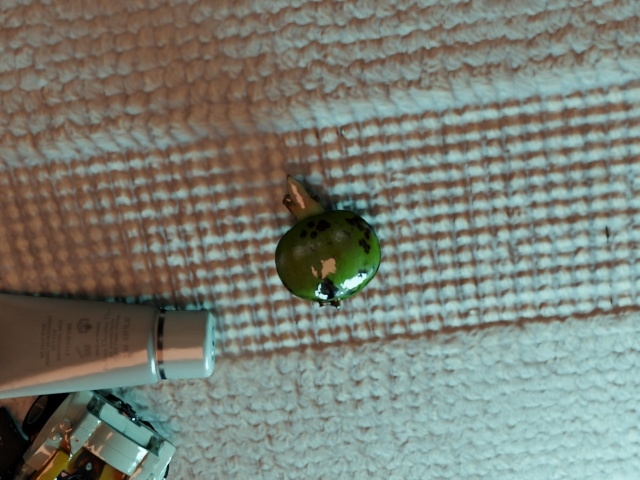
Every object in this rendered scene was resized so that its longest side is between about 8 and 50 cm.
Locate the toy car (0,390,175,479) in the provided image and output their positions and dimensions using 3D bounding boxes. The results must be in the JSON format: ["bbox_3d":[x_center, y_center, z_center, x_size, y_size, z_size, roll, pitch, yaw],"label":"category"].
[{"bbox_3d":[-0.317,0.327,1.462,0.193,0.118,0.301,40,79,-24],"label":"toy car"}]

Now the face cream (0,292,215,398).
[{"bbox_3d":[-0.283,0.123,1.416,0.314,0.089,0.143,0,72,-1],"label":"face cream"}]

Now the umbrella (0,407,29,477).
[{"bbox_3d":[-0.358,0.319,1.534,0.066,0.059,0.236,-35,109,1],"label":"umbrella"}]

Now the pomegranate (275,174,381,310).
[{"bbox_3d":[0.000,0.000,1.346,0.122,0.122,0.161,-26,85,14],"label":"pomegranate"}]
